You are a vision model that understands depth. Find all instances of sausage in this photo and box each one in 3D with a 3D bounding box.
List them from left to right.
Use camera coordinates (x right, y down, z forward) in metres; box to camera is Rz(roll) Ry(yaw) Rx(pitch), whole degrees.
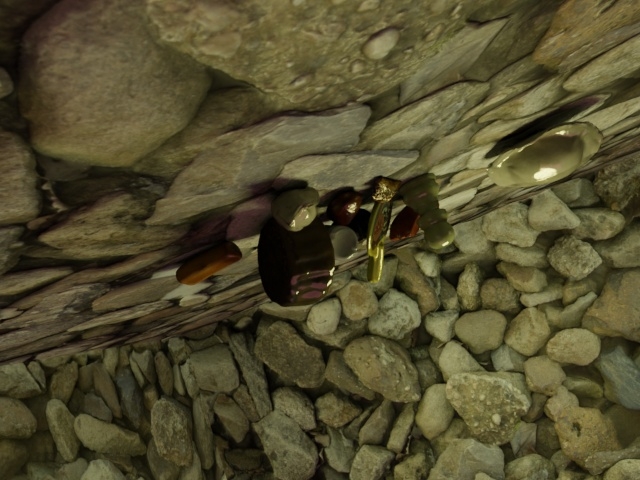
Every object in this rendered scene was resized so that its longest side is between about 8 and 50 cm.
[{"bbox_3d":[0.353,-0.095,1.752,0.102,0.102,0.330,-32,-174,44],"label":"sausage"}]

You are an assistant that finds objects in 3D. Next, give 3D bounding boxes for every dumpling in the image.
[{"bbox_3d":[-0.060,-0.086,1.224,0.136,0.118,0.199,-35,-164,1],"label":"dumpling"},{"bbox_3d":[0.728,-0.291,1.548,0.341,0.181,0.260,7,168,41],"label":"dumpling"}]

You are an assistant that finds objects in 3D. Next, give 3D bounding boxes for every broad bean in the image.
[{"bbox_3d":[0.076,-0.103,1.456,0.114,0.084,0.165,-34,170,-30],"label":"broad bean"}]

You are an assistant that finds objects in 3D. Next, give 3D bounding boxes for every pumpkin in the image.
[{"bbox_3d":[0.114,-0.050,1.651,0.167,0.125,0.167,-16,172,-2],"label":"pumpkin"}]

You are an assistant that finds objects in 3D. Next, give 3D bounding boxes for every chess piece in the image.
[{"bbox_3d":[0.383,-0.091,1.613,0.145,0.251,0.144,-21,169,-4],"label":"chess piece"}]

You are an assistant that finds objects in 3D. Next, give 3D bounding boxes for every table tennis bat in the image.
[{"bbox_3d":[0.202,-0.003,1.619,0.054,0.368,0.224,15,-146,20],"label":"table tennis bat"}]

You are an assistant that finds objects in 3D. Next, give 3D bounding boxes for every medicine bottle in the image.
[{"bbox_3d":[0.000,0.000,1.572,0.110,0.110,0.352,-16,-171,-22],"label":"medicine bottle"}]

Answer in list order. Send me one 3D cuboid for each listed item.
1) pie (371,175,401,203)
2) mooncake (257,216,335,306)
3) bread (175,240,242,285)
[{"bbox_3d":[0.206,-0.161,1.471,0.170,0.034,0.091,4,113,-58],"label":"pie"},{"bbox_3d":[-0.089,0.062,1.428,0.162,0.290,0.290,-8,164,-30],"label":"mooncake"},{"bbox_3d":[-0.362,0.071,1.507,0.239,0.073,0.093,-27,152,22],"label":"bread"}]
